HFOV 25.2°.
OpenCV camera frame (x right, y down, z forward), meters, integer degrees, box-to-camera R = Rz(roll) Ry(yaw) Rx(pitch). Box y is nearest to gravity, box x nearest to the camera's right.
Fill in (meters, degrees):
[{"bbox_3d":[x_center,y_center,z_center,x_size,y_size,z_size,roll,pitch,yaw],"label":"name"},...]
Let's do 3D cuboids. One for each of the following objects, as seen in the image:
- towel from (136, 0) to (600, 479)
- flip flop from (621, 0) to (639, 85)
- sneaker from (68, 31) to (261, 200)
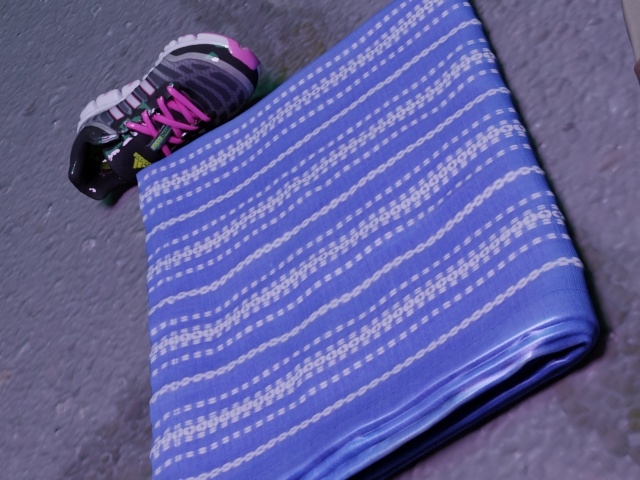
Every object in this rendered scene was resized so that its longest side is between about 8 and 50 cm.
[{"bbox_3d":[0.000,0.000,0.746,0.243,0.040,0.336,-34,35,17],"label":"towel"},{"bbox_3d":[0.178,-0.082,0.597,0.112,0.080,0.277,-32,35,20],"label":"flip flop"},{"bbox_3d":[-0.104,-0.072,0.918,0.170,0.063,0.074,-23,39,39],"label":"sneaker"}]
